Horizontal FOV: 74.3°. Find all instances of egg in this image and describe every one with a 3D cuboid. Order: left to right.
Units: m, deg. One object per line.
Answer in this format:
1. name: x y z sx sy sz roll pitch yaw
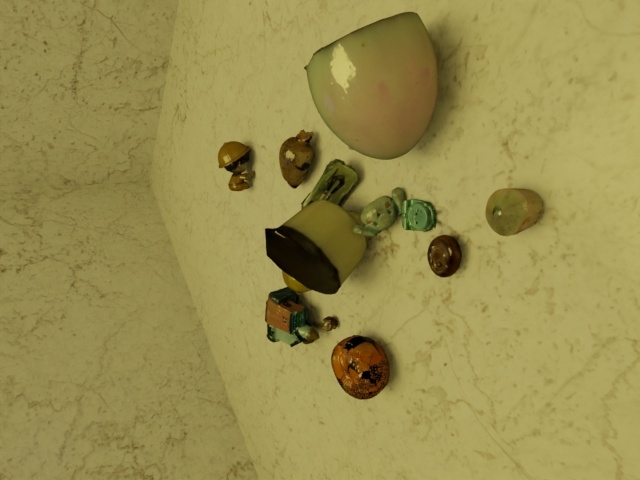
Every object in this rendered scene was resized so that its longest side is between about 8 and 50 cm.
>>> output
1. egg: 0.167 -0.395 1.186 0.355 0.355 0.339 -6 110 55

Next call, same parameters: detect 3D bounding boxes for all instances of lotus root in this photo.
1. lotus root: -0.102 -0.330 1.743 0.154 0.140 0.256 55 144 40

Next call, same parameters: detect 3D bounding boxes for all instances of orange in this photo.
1. orange: 0.147 0.468 1.563 0.235 0.182 0.234 11 106 41

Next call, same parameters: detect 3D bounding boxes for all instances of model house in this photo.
1. model house: -0.099 0.377 1.910 0.291 0.185 0.253 23 115 38

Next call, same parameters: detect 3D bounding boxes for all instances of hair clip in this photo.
1. hair clip: 0.039 -0.197 1.623 0.321 0.138 0.091 -49 15 49

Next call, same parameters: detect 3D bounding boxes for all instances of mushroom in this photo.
1. mushroom: 0.011 0.366 1.836 0.187 0.061 0.060 -29 76 58
2. mushroom: 0.364 0.047 1.238 0.109 0.085 0.126 -86 12 -51

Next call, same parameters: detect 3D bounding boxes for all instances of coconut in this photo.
1. coconut: 0.465 -0.072 1.029 0.116 0.122 0.116 19 113 52

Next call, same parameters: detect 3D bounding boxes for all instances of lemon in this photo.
1. lemon: -0.081 0.125 1.802 0.173 0.174 0.206 -30 71 53

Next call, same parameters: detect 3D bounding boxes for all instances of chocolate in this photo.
1. chocolate: 0.000 0.000 1.542 0.326 0.297 0.314 30 154 10

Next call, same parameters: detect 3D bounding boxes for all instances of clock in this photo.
1. clock: 0.313 -0.075 1.311 0.135 0.041 0.101 13 109 52

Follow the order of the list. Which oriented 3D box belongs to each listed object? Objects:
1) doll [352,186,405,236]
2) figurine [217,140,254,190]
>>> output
1. doll: 0.199 -0.087 1.401 0.214 0.071 0.103 -41 98 13
2. figurine: -0.439 -0.382 2.179 0.192 0.167 0.256 1 102 41
